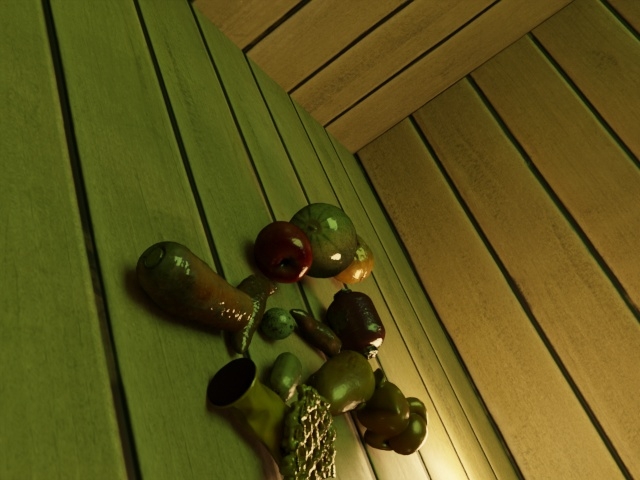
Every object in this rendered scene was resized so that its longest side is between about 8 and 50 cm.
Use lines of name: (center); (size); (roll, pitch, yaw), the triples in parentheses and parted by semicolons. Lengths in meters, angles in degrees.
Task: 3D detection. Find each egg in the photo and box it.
egg: (-0.112, 0.222, 1.571); (0.085, 0.085, 0.110); (63, 10, 21)

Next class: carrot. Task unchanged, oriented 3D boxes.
carrot: (-0.264, 0.112, 1.271); (0.302, 0.138, 0.139); (39, 24, -45)

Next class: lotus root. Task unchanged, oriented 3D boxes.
lotus root: (-0.086, 0.329, 1.442); (0.077, 0.090, 0.183); (27, 18, -2)

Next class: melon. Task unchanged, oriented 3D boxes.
melon: (0.000, 0.000, 1.977); (0.249, 0.248, 0.329); (63, 0, 20)

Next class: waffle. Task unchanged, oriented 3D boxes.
waffle: (-0.022, 0.464, 1.303); (0.291, 0.051, 0.291); (-2, 90, -70)

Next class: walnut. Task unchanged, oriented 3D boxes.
walnut: (0.109, 0.061, 2.315); (0.193, 0.193, 0.226); (30, 31, -56)

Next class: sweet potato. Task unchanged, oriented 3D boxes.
sweet potato: (-0.016, 0.268, 1.763); (0.244, 0.077, 0.077); (48, 19, -28)
sweet potato: (-0.178, 0.158, 1.495); (0.341, 0.092, 0.114); (-74, 145, -67)

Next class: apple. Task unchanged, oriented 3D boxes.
apple: (-0.110, 0.035, 1.765); (0.181, 0.181, 0.168); (51, 12, -18)

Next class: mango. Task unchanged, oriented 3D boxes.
mango: (0.055, 0.396, 1.622); (0.167, 0.130, 0.262); (38, 26, 21)

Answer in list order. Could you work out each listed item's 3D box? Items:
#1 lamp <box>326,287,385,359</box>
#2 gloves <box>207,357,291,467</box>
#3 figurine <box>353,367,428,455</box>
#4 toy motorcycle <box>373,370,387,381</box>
lamp: (0.115, 0.285, 1.963); (0.180, 0.180, 0.258); (32, 31, -55)
gloves: (-0.114, 0.393, 1.276); (0.294, 0.116, 0.133); (57, 42, -30)
figurine: (0.203, 0.517, 1.735); (0.215, 0.215, 0.228); (-102, 164, -51)
toy motorcycle: (0.171, 0.472, 1.899); (0.228, 0.074, 0.151); (41, 12, -10)
